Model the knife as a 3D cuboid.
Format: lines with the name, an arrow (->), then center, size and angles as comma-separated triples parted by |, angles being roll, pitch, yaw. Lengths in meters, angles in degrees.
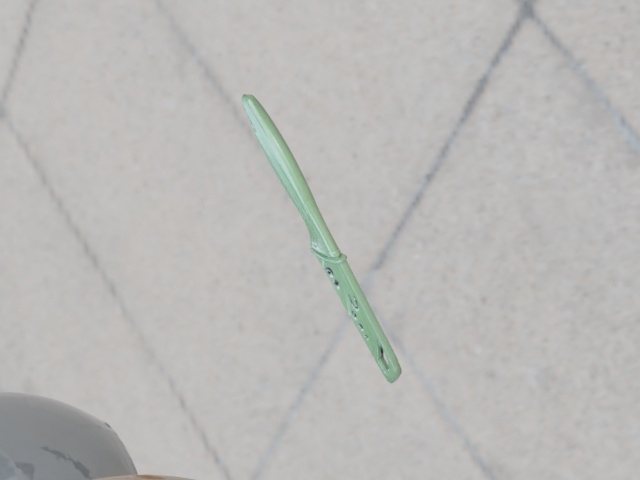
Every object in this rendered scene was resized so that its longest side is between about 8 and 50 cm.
knife -> 0.000, 0.000, 1.045 | 0.207, 0.014, 0.030 | 62, 153, -7

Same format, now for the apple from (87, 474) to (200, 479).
apple -> -0.079, 0.193, 0.707 | 0.188, 0.174, 0.188 | 166, 90, -74

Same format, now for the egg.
egg -> -0.227, 0.189, 1.046 | 0.176, 0.232, 0.176 | 41, 139, 49
